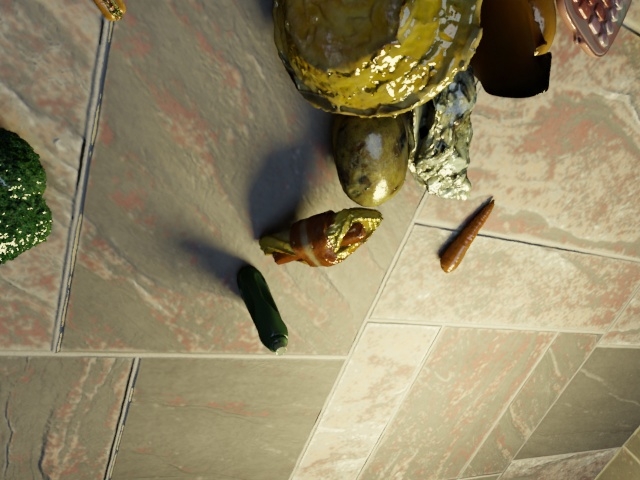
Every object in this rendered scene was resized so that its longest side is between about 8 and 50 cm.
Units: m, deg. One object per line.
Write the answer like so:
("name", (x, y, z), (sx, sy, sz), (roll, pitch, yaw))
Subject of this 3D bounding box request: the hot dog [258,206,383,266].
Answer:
("hot dog", (0.003, 0.005, 1.000), (0.262, 0.092, 0.123), (-20, 145, 22))

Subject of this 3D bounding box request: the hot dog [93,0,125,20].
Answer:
("hot dog", (-0.315, -0.354, 0.719), (0.037, 0.021, 0.083), (-36, 127, 3))

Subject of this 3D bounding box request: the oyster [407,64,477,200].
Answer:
("oyster", (0.235, -0.217, 0.961), (0.162, 0.158, 0.350), (-37, 130, -21))

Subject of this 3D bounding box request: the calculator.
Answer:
("calculator", (0.507, -0.495, 0.906), (0.220, 0.048, 0.329), (31, 77, -36))

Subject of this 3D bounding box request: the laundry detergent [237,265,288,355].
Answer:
("laundry detergent", (-0.115, 0.148, 1.018), (0.063, 0.211, 0.137), (-21, 126, -10))

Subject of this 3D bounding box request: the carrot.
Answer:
("carrot", (0.366, -0.012, 1.238), (0.048, 0.048, 0.216), (25, 103, -34))

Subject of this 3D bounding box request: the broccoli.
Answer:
("broccoli", (-0.539, -0.035, 0.694), (0.298, 0.297, 0.297), (11, 137, -30))

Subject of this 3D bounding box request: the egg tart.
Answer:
("egg tart", (0.057, -0.331, 0.721), (0.132, 0.342, 0.341), (-31, 142, -55))

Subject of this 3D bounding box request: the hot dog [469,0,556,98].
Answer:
("hot dog", (0.333, -0.424, 0.870), (0.107, 0.194, 0.325), (-38, 127, -40))

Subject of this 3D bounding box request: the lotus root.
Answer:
("lotus root", (0.090, -0.188, 0.928), (0.154, 0.154, 0.277), (-21, 126, -11))
